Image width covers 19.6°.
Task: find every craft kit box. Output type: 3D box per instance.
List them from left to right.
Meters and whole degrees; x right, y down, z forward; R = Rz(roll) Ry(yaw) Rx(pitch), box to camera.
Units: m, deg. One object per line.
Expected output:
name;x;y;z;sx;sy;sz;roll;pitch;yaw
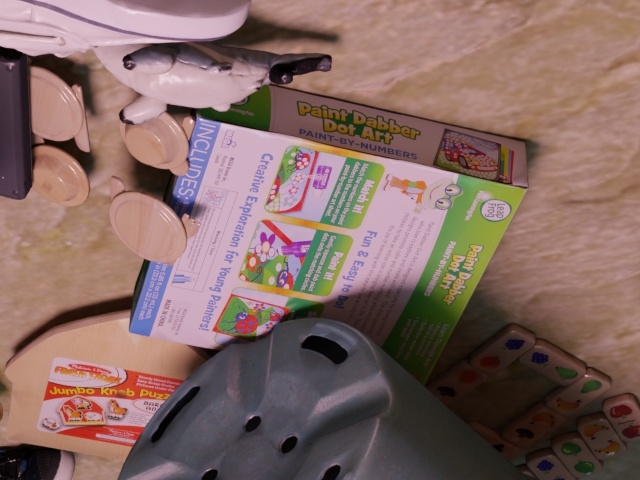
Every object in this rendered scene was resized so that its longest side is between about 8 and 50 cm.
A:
craft kit box;0.000;0.000;1.398;0.246;0.061;0.250;14;136;-9

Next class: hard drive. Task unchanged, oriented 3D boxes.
hard drive;-0.253;-0.093;1.312;0.094;0.022;0.135;16;138;8

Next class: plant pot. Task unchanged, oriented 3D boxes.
plant pot;0.034;0.255;1.429;0.341;0.341;0.334;-24;126;25

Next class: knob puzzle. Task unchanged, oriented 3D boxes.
knob puzzle;-0.166;0.115;1.544;0.213;0.030;0.213;2;137;1

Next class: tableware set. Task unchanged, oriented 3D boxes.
tableware set;-0.158;-0.057;1.329;0.168;0.020;0.141;24;137;12

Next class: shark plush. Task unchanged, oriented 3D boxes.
shark plush;-0.074;-0.129;1.250;0.161;0.067;0.073;-5;148;3

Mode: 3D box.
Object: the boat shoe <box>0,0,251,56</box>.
boat shoe;-0.179;-0.161;1.201;0.267;0.096;0.088;6;141;-3

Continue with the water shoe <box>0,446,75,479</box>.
water shoe;-0.312;0.219;1.632;0.203;0.073;0.080;-22;130;23

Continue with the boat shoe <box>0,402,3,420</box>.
boat shoe;-0.341;0.072;1.462;0.089;0.105;0.285;-12;145;8

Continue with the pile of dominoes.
pile of dominoes;0.156;0.187;1.604;0.196;0.040;0.251;28;132;-25
